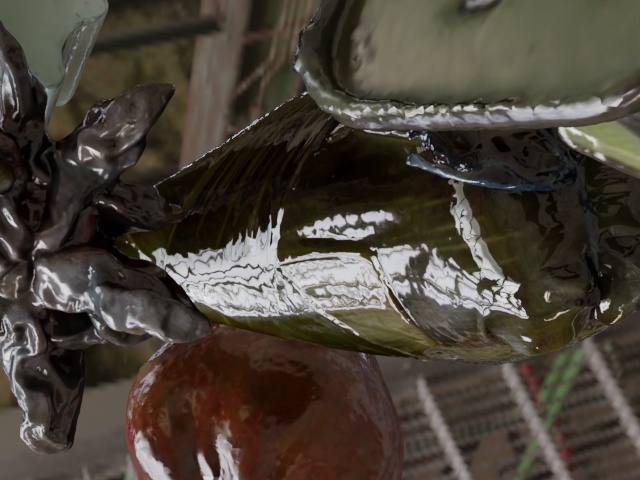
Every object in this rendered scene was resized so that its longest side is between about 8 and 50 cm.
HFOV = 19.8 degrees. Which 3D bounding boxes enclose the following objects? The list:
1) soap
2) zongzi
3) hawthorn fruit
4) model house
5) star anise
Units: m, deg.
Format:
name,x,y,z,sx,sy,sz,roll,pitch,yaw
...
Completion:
name,x,y,z,sx,sy,sz,roll,pitch,yaw
soap,-0.254,-0.154,1.362,0.160,0.265,0.087,32,-104,-6
zongzi,0.000,0.000,1.166,0.432,0.403,0.207,-13,-82,2
hawthorn fruit,-0.040,0.136,1.478,0.224,0.224,0.261,15,-138,1
model house,0.174,-0.074,0.680,0.279,0.205,0.218,34,-107,-31
star anise,-0.182,0.011,1.097,0.212,0.283,0.129,39,-147,-12
